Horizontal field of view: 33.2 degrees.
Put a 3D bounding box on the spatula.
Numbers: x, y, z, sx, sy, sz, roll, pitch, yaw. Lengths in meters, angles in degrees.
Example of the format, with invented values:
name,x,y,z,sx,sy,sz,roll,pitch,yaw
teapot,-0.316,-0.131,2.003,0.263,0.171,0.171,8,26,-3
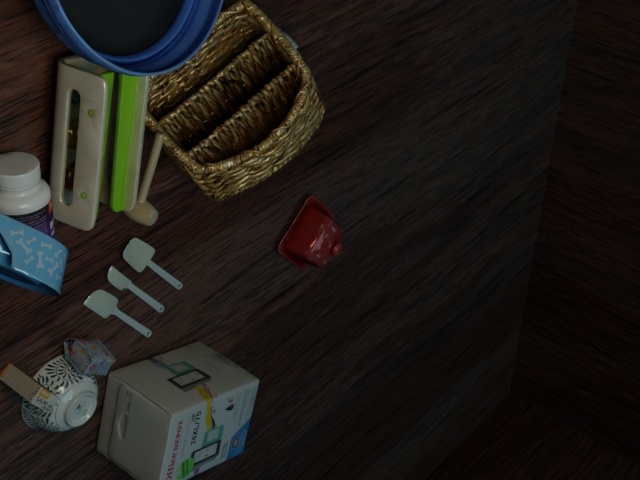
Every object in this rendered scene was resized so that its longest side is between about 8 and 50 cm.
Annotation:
name,x,y,z,sx,sy,sz,roll,pitch,yaw
spatula,-0.365,0.102,2.169,0.168,0.019,0.242,-58,149,-9

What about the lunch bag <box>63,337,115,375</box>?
name,x,y,z,sx,sy,sz,roll,pitch,yaw
lunch bag,-0.450,0.220,2.071,0.053,0.083,0.071,-53,153,14

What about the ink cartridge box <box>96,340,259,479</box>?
name,x,y,z,sx,sy,sz,roll,pitch,yaw
ink cartridge box,-0.305,0.371,2.295,0.270,0.197,0.198,-16,126,-50

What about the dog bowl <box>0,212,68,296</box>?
name,x,y,z,sx,sy,sz,roll,pitch,yaw
dog bowl,-0.521,-0.007,1.635,0.297,0.166,0.074,26,74,-21

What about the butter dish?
name,x,y,z,sx,sy,sz,roll,pitch,yaw
butter dish,0.000,0.000,2.541,0.160,0.118,0.160,-58,150,-6

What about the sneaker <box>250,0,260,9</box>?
name,x,y,z,sx,sy,sz,roll,pitch,yaw
sneaker,-0.125,-0.442,2.087,0.035,0.031,0.083,-70,157,-9

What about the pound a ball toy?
name,x,y,z,sx,sy,sz,roll,pitch,yaw
pound a ball toy,-0.373,-0.162,1.846,0.208,0.135,0.319,-34,140,-56

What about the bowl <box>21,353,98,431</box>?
name,x,y,z,sx,sy,sz,roll,pitch,yaw
bowl,-0.489,0.312,2.087,0.170,0.080,0.170,-36,140,-36

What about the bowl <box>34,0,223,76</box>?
name,x,y,z,sx,sy,sz,roll,pitch,yaw
bowl,-0.300,-0.455,1.674,0.391,0.077,0.391,-15,109,-52

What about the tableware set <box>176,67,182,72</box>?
name,x,y,z,sx,sy,sz,roll,pitch,yaw
tableware set,-0.266,-0.377,1.936,0.141,0.020,0.169,11,104,-58

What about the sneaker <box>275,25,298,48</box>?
name,x,y,z,sx,sy,sz,roll,pitch,yaw
sneaker,-0.080,-0.330,2.172,0.080,0.094,0.212,-46,156,-29

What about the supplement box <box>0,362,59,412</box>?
name,x,y,z,sx,sy,sz,roll,pitch,yaw
supplement box,-0.534,0.270,1.966,0.036,0.098,0.062,-55,148,-12

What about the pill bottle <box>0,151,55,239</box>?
name,x,y,z,sx,sy,sz,roll,pitch,yaw
pill bottle,-0.495,-0.043,1.767,0.108,0.108,0.193,-32,139,-41

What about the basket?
name,x,y,z,sx,sy,sz,roll,pitch,yaw
basket,-0.157,-0.245,1.962,0.299,0.213,0.223,-40,147,-9
